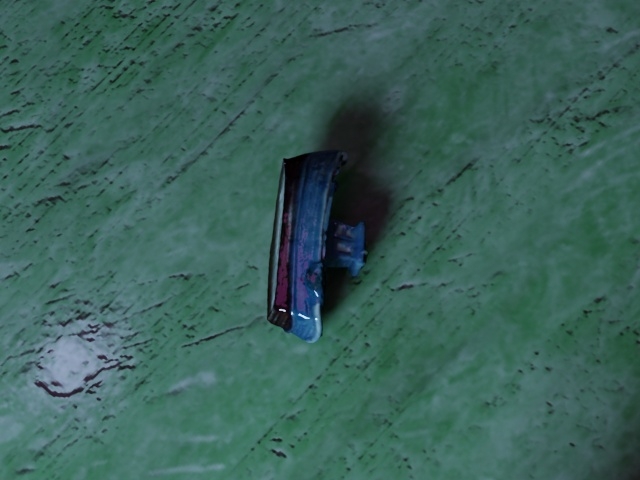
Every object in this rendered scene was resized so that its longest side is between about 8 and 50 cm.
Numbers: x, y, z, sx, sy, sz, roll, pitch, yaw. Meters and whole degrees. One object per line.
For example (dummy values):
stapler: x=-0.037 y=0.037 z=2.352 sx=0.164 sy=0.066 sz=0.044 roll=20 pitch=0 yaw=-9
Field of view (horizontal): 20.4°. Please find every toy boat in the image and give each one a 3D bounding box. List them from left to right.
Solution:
toy boat: x=0.000 y=0.000 z=1.160 sx=0.061 sy=0.060 sz=0.137 roll=8 pitch=61 yaw=-10
